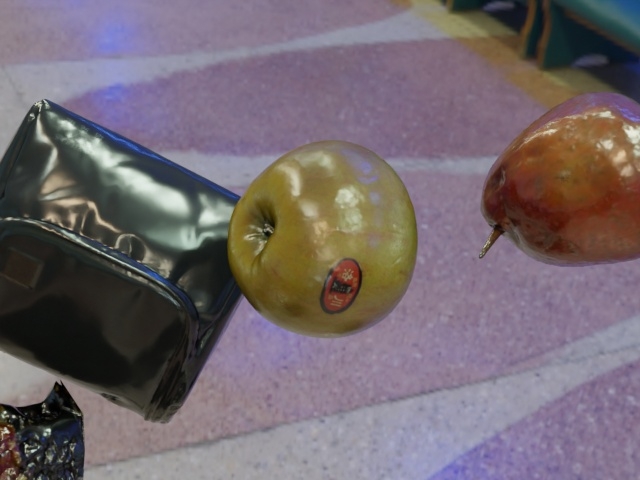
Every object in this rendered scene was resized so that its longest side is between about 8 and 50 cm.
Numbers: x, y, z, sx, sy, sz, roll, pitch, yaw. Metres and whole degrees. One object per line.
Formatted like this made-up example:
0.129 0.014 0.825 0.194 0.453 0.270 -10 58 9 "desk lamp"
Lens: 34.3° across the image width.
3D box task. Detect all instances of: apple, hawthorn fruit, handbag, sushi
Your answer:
0.000 0.000 0.940 0.155 0.182 0.182 4 29 -32 "apple"
0.294 -0.057 1.233 0.262 0.210 0.210 -22 36 -2 "hawthorn fruit"
-0.228 0.032 1.084 0.302 0.178 0.275 28 73 -8 "handbag"
-0.332 0.246 1.049 0.150 0.172 0.153 1 26 -38 "sushi"
